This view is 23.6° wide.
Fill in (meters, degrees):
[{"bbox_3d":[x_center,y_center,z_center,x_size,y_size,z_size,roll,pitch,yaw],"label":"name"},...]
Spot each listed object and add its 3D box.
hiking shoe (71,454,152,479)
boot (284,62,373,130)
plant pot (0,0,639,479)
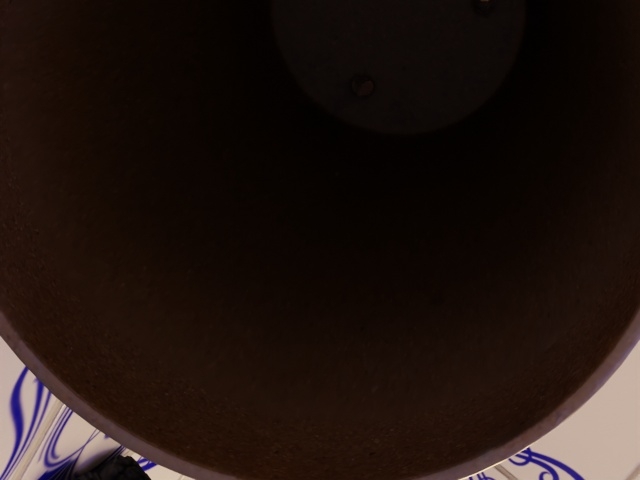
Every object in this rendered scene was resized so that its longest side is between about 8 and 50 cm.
[{"bbox_3d":[-0.183,0.231,1.180,0.114,0.086,0.227,-38,166,5],"label":"hiking shoe"},{"bbox_3d":[0.047,-0.113,0.804,0.305,0.115,0.112,-47,168,-32],"label":"boot"},{"bbox_3d":[0.015,-0.065,0.573,0.237,0.237,0.254,-55,-179,20],"label":"plant pot"}]
